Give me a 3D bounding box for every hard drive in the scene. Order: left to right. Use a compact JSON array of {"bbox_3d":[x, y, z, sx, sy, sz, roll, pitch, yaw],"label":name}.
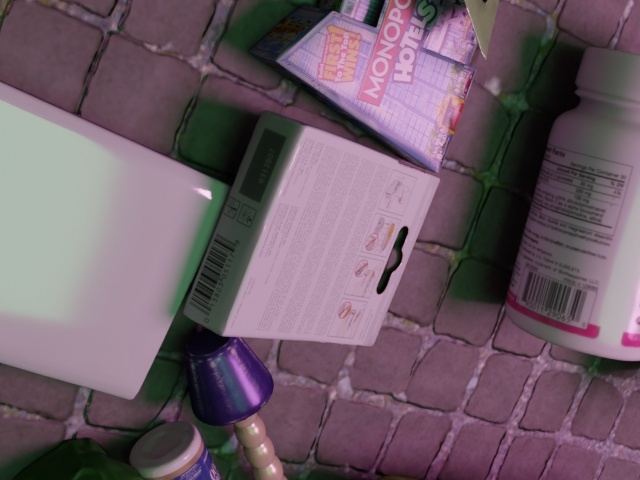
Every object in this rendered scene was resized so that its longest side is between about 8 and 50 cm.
[{"bbox_3d":[-0.242,-0.010,0.740,0.307,0.040,0.203,24,94,-33],"label":"hard drive"}]

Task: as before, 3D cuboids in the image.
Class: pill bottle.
[{"bbox_3d":[-0.121,0.229,0.869,0.067,0.067,0.120,-29,118,-18],"label":"pill bottle"},{"bbox_3d":[0.293,-0.039,0.952,0.160,0.160,0.283,6,104,-30],"label":"pill bottle"}]

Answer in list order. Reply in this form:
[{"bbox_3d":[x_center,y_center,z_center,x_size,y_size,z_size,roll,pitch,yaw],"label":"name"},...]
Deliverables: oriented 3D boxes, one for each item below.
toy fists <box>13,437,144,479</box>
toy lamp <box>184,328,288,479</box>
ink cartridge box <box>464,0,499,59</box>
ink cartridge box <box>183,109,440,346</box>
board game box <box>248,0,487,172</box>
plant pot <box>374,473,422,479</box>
[{"bbox_3d":[-0.251,0.289,0.774,0.279,0.142,0.096,-37,120,-13],"label":"toy fists"},{"bbox_3d":[-0.055,0.201,0.890,0.080,0.080,0.275,-29,117,-18],"label":"toy lamp"},{"bbox_3d":[0.132,-0.293,0.774,0.235,0.056,0.171,59,36,-35],"label":"ink cartridge box"},{"bbox_3d":[0.000,0.000,0.871,0.232,0.066,0.189,11,103,-58],"label":"ink cartridge box"},{"bbox_3d":[0.047,-0.178,0.831,0.194,0.060,0.194,14,99,-32],"label":"board game box"},{"bbox_3d":[0.182,0.400,0.952,0.353,0.366,0.366,26,93,-21],"label":"plant pot"}]
